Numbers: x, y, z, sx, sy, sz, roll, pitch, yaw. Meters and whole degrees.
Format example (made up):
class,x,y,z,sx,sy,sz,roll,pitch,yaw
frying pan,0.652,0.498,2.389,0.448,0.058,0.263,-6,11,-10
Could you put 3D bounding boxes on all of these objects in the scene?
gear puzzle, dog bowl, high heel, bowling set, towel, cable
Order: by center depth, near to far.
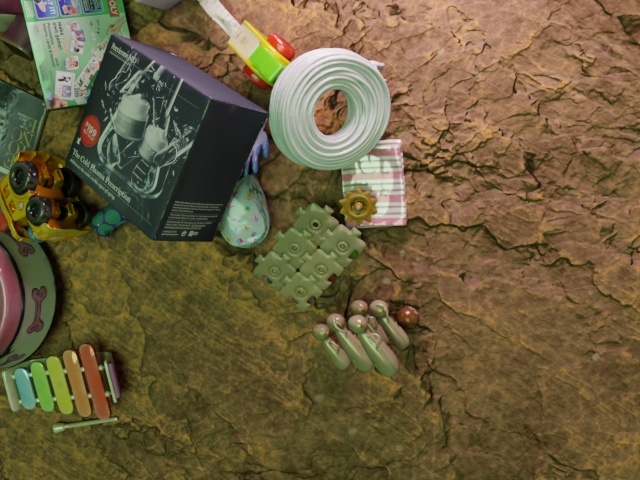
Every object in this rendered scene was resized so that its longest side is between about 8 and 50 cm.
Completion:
class,x,y,z,sx,sy,sz,roll,pitch,yaw
cable,0.022,-0.267,1.401,0.257,0.089,0.257,8,108,-29
towel,0.118,-0.126,1.509,0.144,0.029,0.197,-3,101,11
bowling set,0.112,0.186,1.525,0.200,0.287,0.154,-42,102,-27
gear puzzle,0.000,0.000,1.533,0.175,0.044,0.339,38,115,-7
high heel,-0.754,-0.565,1.563,0.377,0.127,0.181,31,77,7
dog bowl,-0.869,0.135,1.662,0.408,0.150,0.407,1,94,14

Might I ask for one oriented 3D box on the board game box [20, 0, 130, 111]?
class,x,y,z,sx,sy,sz,roll,pitch,yaw
board game box,-0.536,-0.462,1.497,0.214,0.046,0.317,-13,101,-21

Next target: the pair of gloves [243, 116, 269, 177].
class,x,y,z,sx,sy,sz,roll,pitch,yaw
pair of gloves,-0.194,-0.199,1.497,0.198,0.159,0.023,-9,145,28

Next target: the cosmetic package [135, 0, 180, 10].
class,x,y,z,sx,sy,sz,roll,pitch,yaw
cosmetic package,-0.376,-0.746,1.398,0.230,0.161,0.453,-27,96,15

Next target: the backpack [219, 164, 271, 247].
class,x,y,z,sx,sy,sz,roll,pitch,yaw
backpack,-0.189,-0.072,1.536,0.152,0.115,0.182,-23,100,12

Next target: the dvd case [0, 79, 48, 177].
class,x,y,z,sx,sy,sz,roll,pitch,yaw
dvd case,-0.767,-0.268,1.652,0.165,0.018,0.221,25,106,4

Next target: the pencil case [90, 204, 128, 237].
class,x,y,z,sx,sy,sz,roll,pitch,yaw
pencil case,-0.476,-0.067,1.616,0.152,0.064,0.070,-29,130,16

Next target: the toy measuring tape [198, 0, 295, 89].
class,x,y,z,sx,sy,sz,roll,pitch,yaw
toy measuring tape,-0.148,-0.430,1.475,0.121,0.121,0.330,-47,68,16

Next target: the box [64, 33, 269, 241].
class,x,y,z,sx,sy,sz,roll,pitch,yaw
box,-0.334,-0.214,1.423,0.343,0.179,0.312,35,108,30

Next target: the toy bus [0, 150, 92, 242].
class,x,y,z,sx,sy,sz,roll,pitch,yaw
toy bus,-0.678,-0.068,1.593,0.211,0.149,0.220,-36,71,21

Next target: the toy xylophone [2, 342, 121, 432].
class,x,y,z,sx,sy,sz,roll,pitch,yaw
toy xylophone,-0.645,0.390,1.740,0.323,0.081,0.236,-16,99,14
